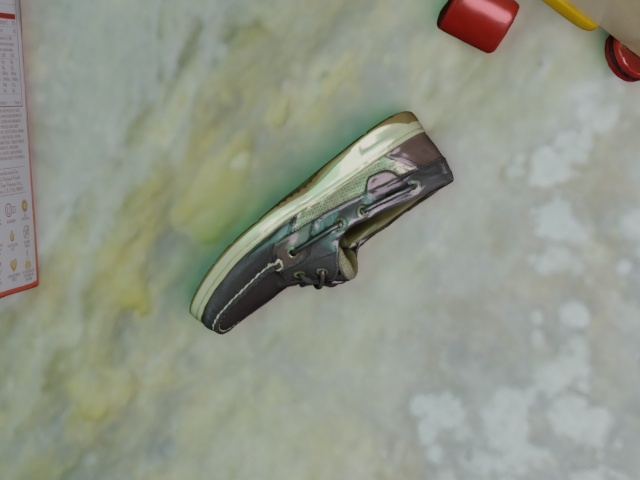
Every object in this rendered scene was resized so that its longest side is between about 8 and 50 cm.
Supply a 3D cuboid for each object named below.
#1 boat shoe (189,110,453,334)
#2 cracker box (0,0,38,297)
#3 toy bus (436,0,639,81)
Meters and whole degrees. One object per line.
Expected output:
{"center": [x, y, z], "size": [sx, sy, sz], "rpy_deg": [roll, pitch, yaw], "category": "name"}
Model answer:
{"center": [0.000, 0.000, 0.696], "size": [0.152, 0.056, 0.049], "rpy_deg": [-42, 76, 11], "category": "boat shoe"}
{"center": [-0.241, -0.083, 0.743], "size": [0.155, 0.067, 0.232], "rpy_deg": [-2, 95, 15], "category": "cracker box"}
{"center": [0.147, -0.153, 0.628], "size": [0.190, 0.202, 0.104], "rpy_deg": [13, 64, 21], "category": "toy bus"}
